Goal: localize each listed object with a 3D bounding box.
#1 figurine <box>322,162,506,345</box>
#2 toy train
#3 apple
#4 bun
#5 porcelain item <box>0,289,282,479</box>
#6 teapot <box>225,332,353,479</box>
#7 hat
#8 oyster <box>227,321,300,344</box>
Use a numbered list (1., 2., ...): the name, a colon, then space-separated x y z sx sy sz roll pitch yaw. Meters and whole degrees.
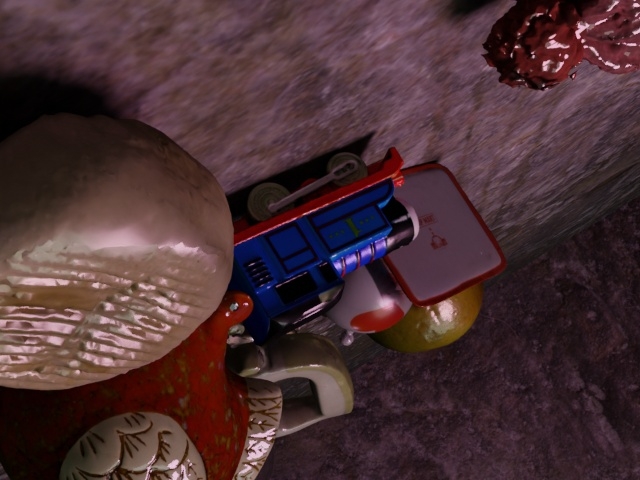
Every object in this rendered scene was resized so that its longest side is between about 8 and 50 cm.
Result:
1. figurine: 0.072 0.043 0.977 0.183 0.160 0.226 -18 161 -41
2. toy train: 0.000 0.000 0.745 0.204 0.131 0.083 -25 164 -24
3. apple: 0.135 0.063 1.132 0.196 0.196 0.157 -32 127 -1
4. bun: -0.152 0.000 0.465 0.178 0.128 0.193 -37 153 19
5. porcelain item: -0.145 0.125 0.668 0.253 0.253 0.253 -30 165 -9
6. teapot: -0.132 0.214 0.898 0.321 0.239 0.239 11 147 5
7. hat: 0.247 -0.215 0.601 0.286 0.107 0.237 -34 137 7
8. oyster: -0.094 0.101 1.030 0.132 0.072 0.209 -5 165 -15
